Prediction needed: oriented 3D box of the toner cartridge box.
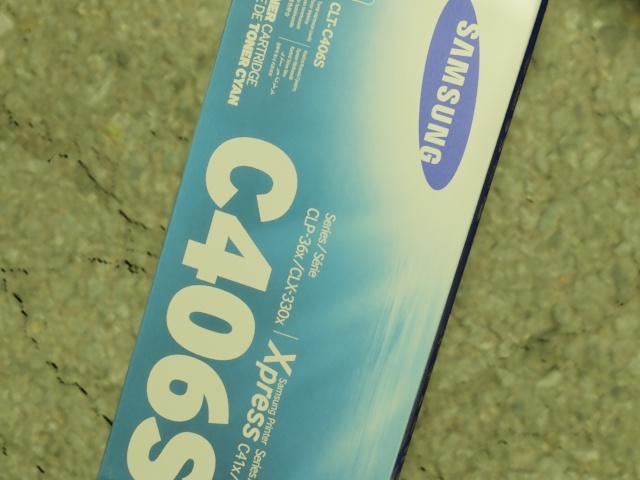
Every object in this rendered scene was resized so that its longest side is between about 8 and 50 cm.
[{"bbox_3d":[0.000,0.000,0.981,0.165,0.075,0.348,17,100,7],"label":"toner cartridge box"}]
